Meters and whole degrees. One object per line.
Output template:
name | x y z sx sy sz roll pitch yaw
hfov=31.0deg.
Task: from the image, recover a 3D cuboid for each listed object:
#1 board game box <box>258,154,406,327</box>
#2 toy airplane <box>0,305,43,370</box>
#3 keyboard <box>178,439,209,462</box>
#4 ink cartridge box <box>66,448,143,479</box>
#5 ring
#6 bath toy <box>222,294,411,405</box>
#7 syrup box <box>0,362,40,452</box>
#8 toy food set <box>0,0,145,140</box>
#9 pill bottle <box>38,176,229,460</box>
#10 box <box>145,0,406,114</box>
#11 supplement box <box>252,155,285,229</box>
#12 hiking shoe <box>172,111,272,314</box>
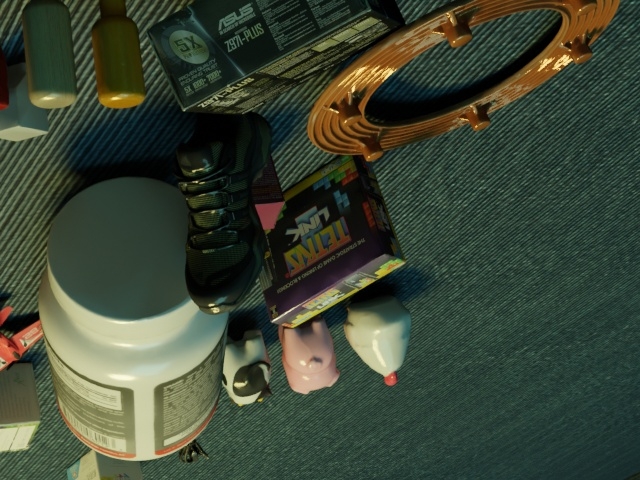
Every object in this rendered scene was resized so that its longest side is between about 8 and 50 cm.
board game box | 0.000 0.000 1.331 0.170 0.141 0.048 -32 149 26
toy airplane | -0.394 0.127 1.428 0.151 0.028 0.151 -40 164 -14
keyboard | -0.254 0.241 1.625 0.201 0.033 0.317 24 155 12
ink cartridge box | -0.353 0.430 1.924 0.090 0.143 0.092 12 142 -43
ring | 0.146 -0.162 1.147 0.336 0.032 0.336 -22 165 -6
bath toy | -0.033 0.176 1.654 0.348 0.129 0.151 -14 -174 -4
syrup box | -0.500 0.229 1.520 0.236 0.096 0.093 -1 147 -28
toy food set | -0.270 -0.151 0.985 0.232 0.105 0.111 -10 172 28
pill bottle | -0.209 0.096 1.317 0.210 0.210 0.363 -10 152 -14
box | -0.033 -0.181 0.988 0.180 0.078 0.147 -26 178 17
supplement box | -0.073 -0.059 1.242 0.043 0.083 0.055 -5 150 -22
hiking shoe | -0.109 -0.043 1.116 0.086 0.227 0.114 -10 152 25
